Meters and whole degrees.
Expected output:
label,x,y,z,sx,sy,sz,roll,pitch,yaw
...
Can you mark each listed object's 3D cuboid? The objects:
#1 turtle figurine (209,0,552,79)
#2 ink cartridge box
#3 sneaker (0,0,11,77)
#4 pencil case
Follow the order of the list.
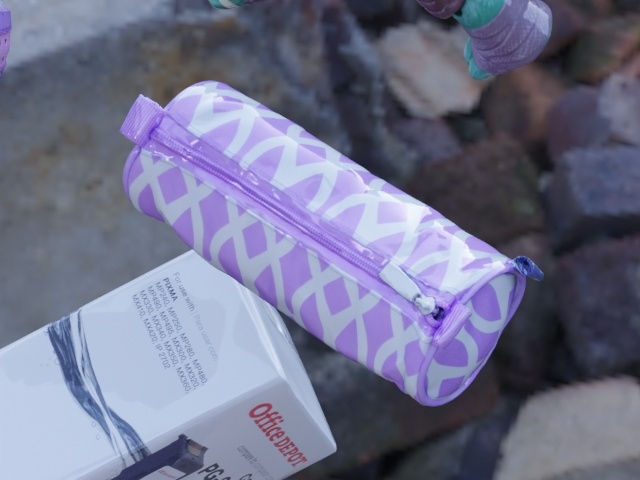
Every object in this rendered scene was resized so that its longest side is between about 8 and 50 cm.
label,x,y,z,sx,sy,sz,roll,pitch,yaw
turtle figurine,0.013,-0.164,0.848,0.234,0.175,0.118,23,14,-34
ink cartridge box,-0.125,0.116,1.183,0.237,0.172,0.100,-27,68,1
sneaker,-0.240,-0.110,0.935,0.236,0.095,0.104,22,28,27
pencil case,0.000,0.000,0.962,0.206,0.086,0.088,31,9,24
